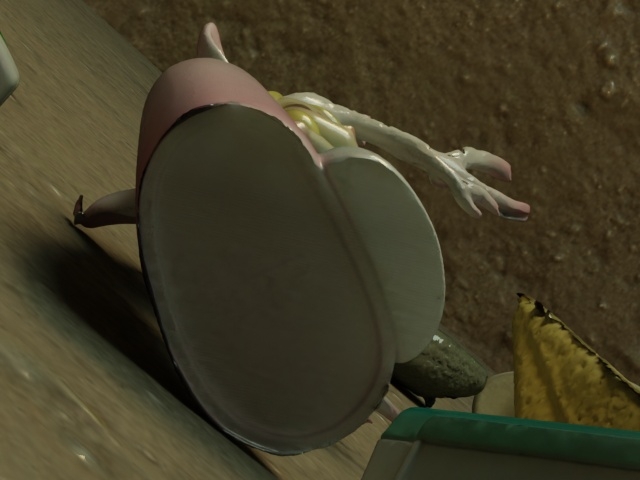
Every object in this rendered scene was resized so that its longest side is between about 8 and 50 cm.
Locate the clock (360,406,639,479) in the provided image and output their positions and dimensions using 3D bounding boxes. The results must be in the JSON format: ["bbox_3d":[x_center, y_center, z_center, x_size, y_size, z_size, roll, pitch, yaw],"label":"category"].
[{"bbox_3d":[0.155,0.181,0.685,0.231,0.116,0.262,46,-25,-28],"label":"clock"}]

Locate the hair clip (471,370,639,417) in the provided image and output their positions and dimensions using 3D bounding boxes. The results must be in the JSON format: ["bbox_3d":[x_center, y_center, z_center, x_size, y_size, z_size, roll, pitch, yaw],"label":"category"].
[{"bbox_3d":[0.252,0.208,1.561,0.113,0.172,0.282,49,-9,-24],"label":"hair clip"}]

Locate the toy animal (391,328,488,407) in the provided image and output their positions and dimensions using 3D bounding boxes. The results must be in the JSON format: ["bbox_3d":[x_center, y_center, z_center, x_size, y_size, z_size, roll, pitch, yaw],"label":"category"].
[{"bbox_3d":[0.055,0.092,1.599,0.253,0.070,0.079,29,-28,-16],"label":"toy animal"}]

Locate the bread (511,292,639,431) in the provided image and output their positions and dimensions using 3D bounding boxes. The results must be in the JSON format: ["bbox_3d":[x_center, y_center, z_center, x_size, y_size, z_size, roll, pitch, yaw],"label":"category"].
[{"bbox_3d":[0.325,0.198,1.219,0.346,0.242,0.405,36,37,-15],"label":"bread"}]

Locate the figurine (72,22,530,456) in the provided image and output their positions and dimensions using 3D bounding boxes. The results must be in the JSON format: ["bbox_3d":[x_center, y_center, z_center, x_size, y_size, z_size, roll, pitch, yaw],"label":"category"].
[{"bbox_3d":[-0.012,0.008,0.954,0.284,0.206,0.315,35,12,-18],"label":"figurine"}]

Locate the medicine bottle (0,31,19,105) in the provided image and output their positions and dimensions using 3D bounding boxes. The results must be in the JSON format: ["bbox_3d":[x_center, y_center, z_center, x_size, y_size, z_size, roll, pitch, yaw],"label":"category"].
[{"bbox_3d":[-0.229,-0.128,0.889,0.115,0.078,0.219,38,5,-25],"label":"medicine bottle"}]
